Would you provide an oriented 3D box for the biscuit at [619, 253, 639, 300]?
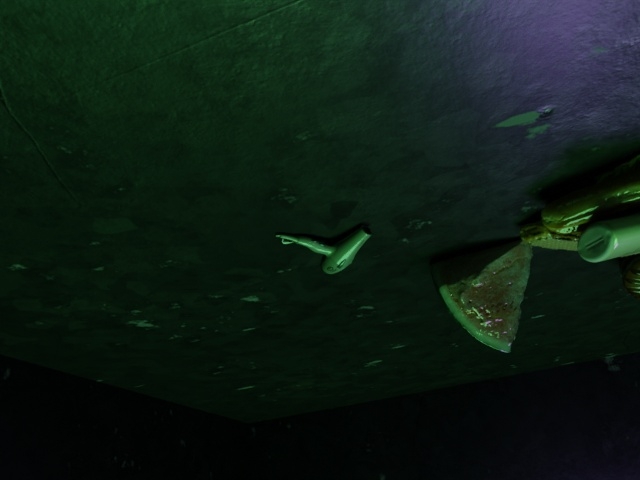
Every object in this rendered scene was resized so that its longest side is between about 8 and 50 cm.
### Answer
[{"bbox_3d":[1.022,0.086,1.670,0.333,0.103,0.332,9,147,6],"label":"biscuit"}]

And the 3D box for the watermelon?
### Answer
[{"bbox_3d":[0.440,0.108,1.640,0.283,0.292,0.250,35,177,-23],"label":"watermelon"}]

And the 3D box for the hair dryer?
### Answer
[{"bbox_3d":[0.020,-0.006,1.373,0.167,0.067,0.199,-33,130,26],"label":"hair dryer"}]

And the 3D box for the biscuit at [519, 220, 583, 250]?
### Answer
[{"bbox_3d":[0.674,-0.005,1.505,0.379,0.054,0.094,6,166,-26],"label":"biscuit"}]

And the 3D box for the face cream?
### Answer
[{"bbox_3d":[0.745,-0.032,1.261,0.349,0.081,0.173,-12,166,-3],"label":"face cream"}]

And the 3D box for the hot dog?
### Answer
[{"bbox_3d":[0.642,-0.105,1.267,0.338,0.100,0.135,-24,158,32],"label":"hot dog"}]
